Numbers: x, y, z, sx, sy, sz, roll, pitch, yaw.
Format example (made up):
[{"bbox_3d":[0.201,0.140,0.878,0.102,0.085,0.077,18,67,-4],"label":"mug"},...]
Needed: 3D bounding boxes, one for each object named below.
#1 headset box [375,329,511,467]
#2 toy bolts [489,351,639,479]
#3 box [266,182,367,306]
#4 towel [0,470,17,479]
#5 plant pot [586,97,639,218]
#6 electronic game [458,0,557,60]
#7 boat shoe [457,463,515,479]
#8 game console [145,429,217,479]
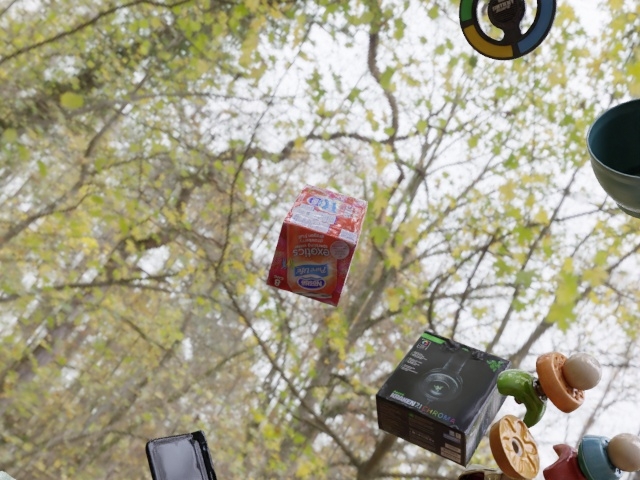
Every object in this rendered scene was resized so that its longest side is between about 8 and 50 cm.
[{"bbox_3d":[0.315,0.381,1.854,0.246,0.283,0.131,19,-47,31],"label":"headset box"},{"bbox_3d":[0.395,0.306,1.160,0.158,0.218,0.228,-34,-83,35],"label":"toy bolts"},{"bbox_3d":[0.000,0.000,1.306,0.128,0.257,0.123,18,-70,1],"label":"box"},{"bbox_3d":[-0.338,0.404,0.824,0.038,0.248,0.325,9,-24,8],"label":"towel"},{"bbox_3d":[0.786,-0.174,1.754,0.293,0.293,0.196,16,-36,33],"label":"plant pot"},{"bbox_3d":[0.425,-0.528,1.693,0.229,0.048,0.229,8,-75,32],"label":"electronic game"},{"bbox_3d":[0.287,0.401,1.226,0.135,0.045,0.050,-17,-93,49],"label":"boat shoe"},{"bbox_3d":[-0.144,0.272,0.786,0.107,0.071,0.122,125,-50,-59],"label":"game console"}]
